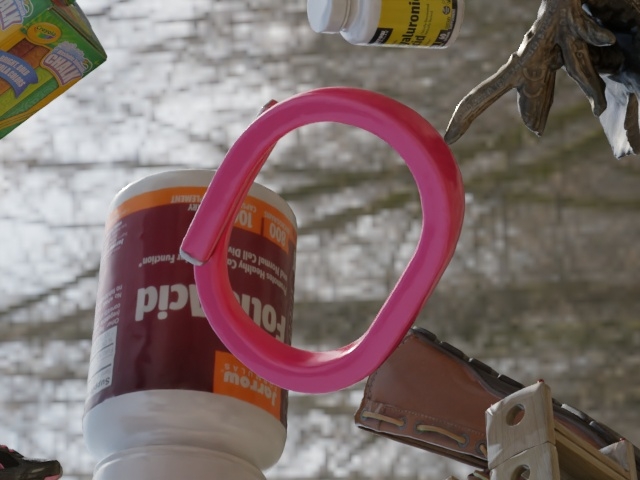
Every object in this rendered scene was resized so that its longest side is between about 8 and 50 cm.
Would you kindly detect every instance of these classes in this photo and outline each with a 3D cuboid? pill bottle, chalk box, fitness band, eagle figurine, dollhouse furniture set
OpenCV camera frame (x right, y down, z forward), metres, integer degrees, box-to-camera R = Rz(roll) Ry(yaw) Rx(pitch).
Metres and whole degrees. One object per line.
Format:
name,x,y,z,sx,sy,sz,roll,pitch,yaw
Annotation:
pill bottle,0.051,-0.188,1.556,0.065,0.116,0.065,180,90,-66
chalk box,-0.316,-0.223,2.002,0.132,0.213,0.132,58,-172,29
fitness band,0.000,0.000,1.647,0.291,0.209,0.054,-61,-9,30
eagle figurine,0.254,-0.184,1.615,0.298,0.226,0.225,-11,-90,-55
pill bottle,-0.143,0.139,2.133,0.224,0.224,0.392,66,-157,-58
dollhouse furniture set,0.162,0.231,1.660,0.129,0.183,0.129,36,-142,-33

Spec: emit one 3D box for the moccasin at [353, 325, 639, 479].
moccasin,0.187,0.213,1.806,0.147,0.380,0.139,-60,-30,-5

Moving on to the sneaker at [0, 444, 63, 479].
sneaker,-0.237,0.147,1.336,0.047,0.119,0.057,138,134,-76
